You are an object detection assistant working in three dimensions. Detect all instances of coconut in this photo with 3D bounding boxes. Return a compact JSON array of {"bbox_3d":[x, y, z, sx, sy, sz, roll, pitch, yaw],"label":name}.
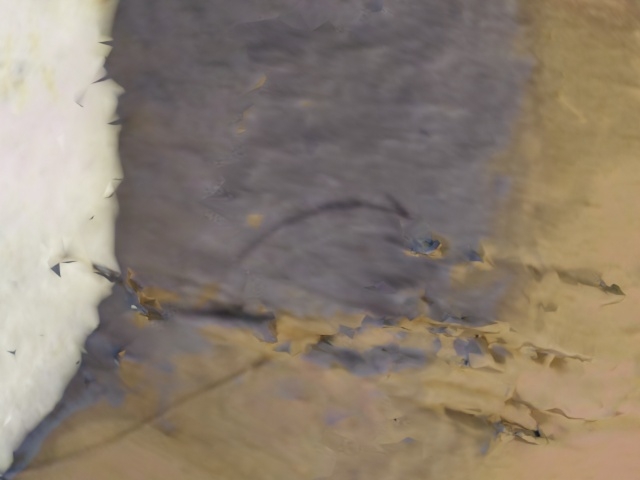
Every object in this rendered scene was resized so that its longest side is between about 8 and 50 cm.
[{"bbox_3d":[-0.001,0.002,0.429,0.227,0.230,0.227,-8,78,44],"label":"coconut"}]
